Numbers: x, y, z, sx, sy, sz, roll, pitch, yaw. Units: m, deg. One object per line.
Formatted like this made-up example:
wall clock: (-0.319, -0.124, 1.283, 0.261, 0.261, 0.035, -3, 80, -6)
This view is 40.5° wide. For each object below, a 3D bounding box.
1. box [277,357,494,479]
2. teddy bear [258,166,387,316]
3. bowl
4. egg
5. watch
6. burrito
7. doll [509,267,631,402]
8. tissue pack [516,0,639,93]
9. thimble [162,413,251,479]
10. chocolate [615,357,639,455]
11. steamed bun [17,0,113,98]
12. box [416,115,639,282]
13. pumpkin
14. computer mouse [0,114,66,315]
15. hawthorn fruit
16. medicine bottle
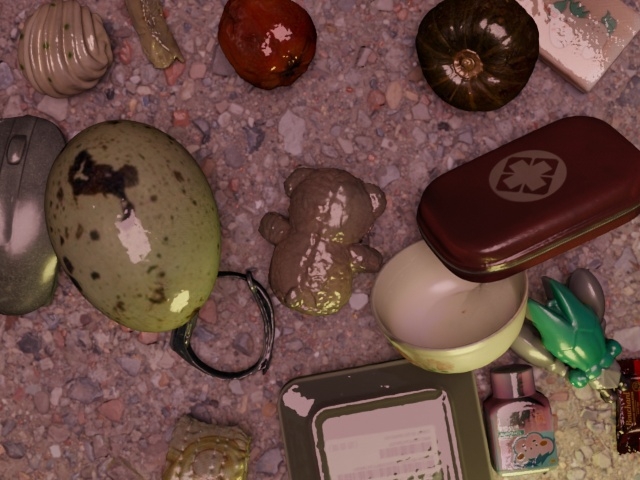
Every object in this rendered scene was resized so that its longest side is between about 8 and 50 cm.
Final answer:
box: (0.124, 0.410, 1.582, 0.366, 0.090, 0.373, -10, 87, -2)
teddy bear: (0.000, 0.001, 1.562, 0.235, 0.151, 0.267, 15, 88, 7)
bowl: (0.235, 0.127, 1.537, 0.277, 0.277, 0.145, -22, 133, 0)
egg: (-0.316, -0.025, 1.489, 0.287, 0.287, 0.380, -21, 85, 0)
watch: (-0.172, 0.152, 1.610, 0.192, 0.068, 0.207, 15, 95, -4)
burrito: (-0.322, -0.427, 1.603, 0.058, 0.063, 0.230, -30, 101, -39)
doll: (0.443, 0.182, 1.580, 0.194, 0.153, 0.259, -15, 99, -13)
tissue pack: (0.415, -0.432, 1.592, 0.325, 0.071, 0.170, 37, 94, 0)
thimble: (-0.207, 0.421, 1.583, 0.143, 0.137, 0.191, 8, 77, 2)
chocolate: (0.588, 0.311, 1.634, 0.086, 0.028, 0.183, -6, 90, -10)
steamed bun: (-0.466, -0.350, 1.568, 0.182, 0.106, 0.183, 0, 86, 7)
box: (0.369, -0.077, 1.516, 0.403, 0.263, 0.108, -25, 131, -4)
pumpkin: (0.286, -0.337, 1.551, 0.218, 0.162, 0.219, 8, 118, 15)
computer mouse: (-0.555, -0.048, 1.579, 0.203, 0.114, 0.374, 2, 90, 1)
hawthorn fruit: (-0.097, -0.359, 1.560, 0.179, 0.173, 0.174, 20, 91, 26)
medicine bottle: (0.364, 0.328, 1.599, 0.119, 0.094, 0.188, -8, 92, 2)
